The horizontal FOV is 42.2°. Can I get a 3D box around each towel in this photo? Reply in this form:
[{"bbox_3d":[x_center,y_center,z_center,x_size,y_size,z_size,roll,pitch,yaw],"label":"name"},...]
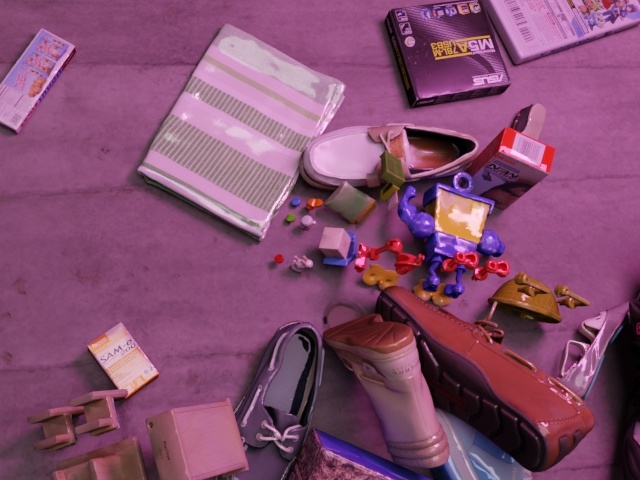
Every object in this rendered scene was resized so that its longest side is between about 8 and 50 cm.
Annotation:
[{"bbox_3d":[-0.128,-0.188,1.393,0.248,0.038,0.324,28,70,-2],"label":"towel"}]

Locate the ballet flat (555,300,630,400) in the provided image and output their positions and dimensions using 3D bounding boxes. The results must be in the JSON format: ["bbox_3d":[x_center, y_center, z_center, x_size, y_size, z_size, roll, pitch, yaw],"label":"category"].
[{"bbox_3d":[0.453,0.171,1.387,0.068,0.072,0.213,33,68,11],"label":"ballet flat"}]

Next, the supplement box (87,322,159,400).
[{"bbox_3d":[-0.295,0.181,1.242,0.062,0.036,0.098,-36,83,-20],"label":"supplement box"}]

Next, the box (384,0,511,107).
[{"bbox_3d":[0.231,-0.344,1.513,0.191,0.045,0.184,-10,73,-14],"label":"box"}]

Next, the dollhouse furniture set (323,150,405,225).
[{"bbox_3d":[0.076,-0.070,1.333,0.076,0.151,0.058,29,36,-23],"label":"dollhouse furniture set"}]

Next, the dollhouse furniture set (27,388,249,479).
[{"bbox_3d":[-0.251,0.312,1.161,0.242,0.161,0.212,-22,76,19],"label":"dollhouse furniture set"}]

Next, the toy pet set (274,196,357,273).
[{"bbox_3d":[0.000,0.000,1.362,0.114,0.065,0.122,5,65,26],"label":"toy pet set"}]

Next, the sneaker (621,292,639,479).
[{"bbox_3d":[0.549,0.196,1.317,0.202,0.185,0.482,38,56,-31],"label":"sneaker"}]

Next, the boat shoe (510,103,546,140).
[{"bbox_3d":[0.365,-0.187,1.495,0.049,0.042,0.133,36,68,-26],"label":"boat shoe"}]

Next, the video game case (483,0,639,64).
[{"bbox_3d":[0.435,-0.526,1.618,0.300,0.036,0.329,-20,77,-17],"label":"video game case"}]

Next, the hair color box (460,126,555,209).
[{"bbox_3d":[0.311,-0.117,1.393,0.093,0.167,0.053,23,69,-4],"label":"hair color box"}]

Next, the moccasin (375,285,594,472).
[{"bbox_3d":[0.231,0.179,1.239,0.147,0.139,0.380,-25,38,-33],"label":"moccasin"}]

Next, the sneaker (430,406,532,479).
[{"bbox_3d":[0.300,0.367,1.264,0.208,0.127,0.319,-24,80,-16],"label":"sneaker"}]

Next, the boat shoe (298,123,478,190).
[{"bbox_3d":[0.117,-0.149,1.382,0.302,0.103,0.113,-8,85,-18],"label":"boat shoe"}]

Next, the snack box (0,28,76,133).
[{"bbox_3d":[-0.473,-0.261,1.350,0.064,0.022,0.178,28,70,-1],"label":"snack box"}]

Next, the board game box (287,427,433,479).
[{"bbox_3d":[0.038,0.445,1.135,0.232,0.141,0.291,24,87,-4],"label":"board game box"}]

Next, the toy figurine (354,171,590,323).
[{"bbox_3d":[0.253,-0.016,1.347,0.363,0.191,0.217,16,66,-8],"label":"toy figurine"}]

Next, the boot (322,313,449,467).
[{"bbox_3d":[0.096,0.217,1.224,0.095,0.262,0.203,-23,97,-18],"label":"boot"}]

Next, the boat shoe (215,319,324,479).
[{"bbox_3d":[-0.071,0.266,1.229,0.116,0.099,0.319,22,70,-6],"label":"boat shoe"}]
